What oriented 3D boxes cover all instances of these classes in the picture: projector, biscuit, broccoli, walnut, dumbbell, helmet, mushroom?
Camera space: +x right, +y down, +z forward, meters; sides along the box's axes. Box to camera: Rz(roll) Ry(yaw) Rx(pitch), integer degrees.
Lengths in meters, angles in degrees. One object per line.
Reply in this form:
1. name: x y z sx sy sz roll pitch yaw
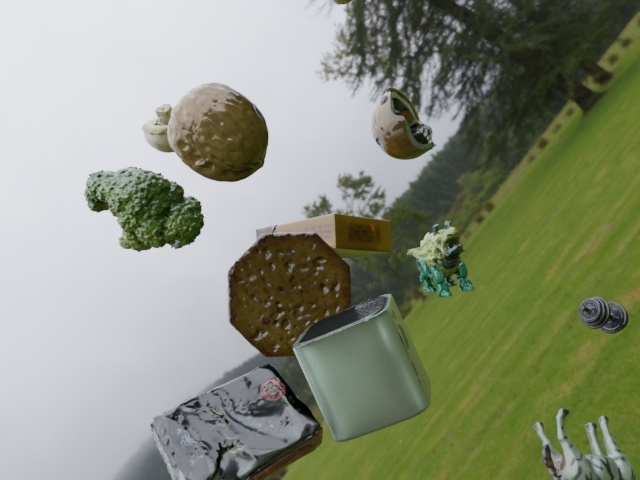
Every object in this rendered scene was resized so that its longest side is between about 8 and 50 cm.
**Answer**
1. projector: 0.104 0.298 1.400 0.248 0.249 0.248 -24 1 12
2. biscuit: -0.083 0.144 1.575 0.359 0.359 0.046 -54 2 -2
3. broccoli: -0.438 -0.063 1.380 0.302 0.254 0.186 -7 62 49
4. walnut: -0.204 -0.216 1.195 0.213 0.213 0.213 -53 -6 -9
5. dumbbell: 0.856 0.226 1.755 0.099 0.208 0.099 -37 45 48
6. helmet: 0.216 -0.313 1.635 0.130 0.198 0.224 -37 42 25
7. mushroom: -0.408 -0.309 1.589 0.154 0.154 0.123 -48 -40 -45

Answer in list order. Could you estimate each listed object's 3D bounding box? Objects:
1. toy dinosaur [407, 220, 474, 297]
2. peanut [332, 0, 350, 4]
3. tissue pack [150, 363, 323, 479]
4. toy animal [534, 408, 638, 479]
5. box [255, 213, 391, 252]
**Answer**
1. toy dinosaur: 0.252 0.049 1.285 0.094 0.153 0.259 -11 -6 -15
2. peanut: 0.047 -0.719 1.640 0.100 0.099 0.214 -56 30 11
3. tissue pack: -0.186 0.437 1.303 0.332 0.245 0.123 -22 -48 -28
4. toy animal: 0.519 0.405 1.072 0.170 0.255 0.090 -71 2 -46
5. box: 0.000 0.001 1.958 0.264 0.116 0.415 3 -8 -41
